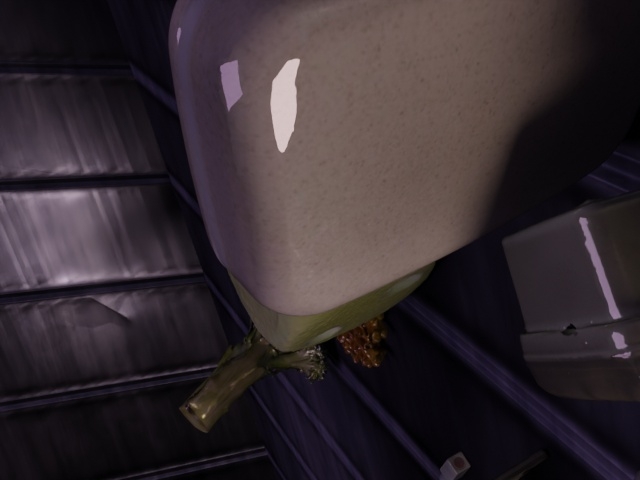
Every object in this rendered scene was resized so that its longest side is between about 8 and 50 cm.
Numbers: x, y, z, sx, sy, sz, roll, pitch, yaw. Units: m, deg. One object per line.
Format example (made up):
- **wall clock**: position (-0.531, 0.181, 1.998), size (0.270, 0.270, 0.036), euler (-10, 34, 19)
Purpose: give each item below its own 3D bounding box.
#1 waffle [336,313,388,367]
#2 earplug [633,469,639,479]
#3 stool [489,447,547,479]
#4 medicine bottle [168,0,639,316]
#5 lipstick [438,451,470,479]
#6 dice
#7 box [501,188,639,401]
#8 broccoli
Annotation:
- **waffle**: position (0.055, 0.127, 1.308), size (0.229, 0.051, 0.231), euler (68, 161, -3)
- **earplug**: position (0.352, 0.335, 0.588), size (0.214, 0.174, 0.326), euler (-143, 36, -66)
- **stool**: position (0.232, 0.456, 0.889), size (0.244, 0.269, 0.170), euler (58, 159, 26)
- **medicine bottle**: position (0.089, -0.109, 0.493), size (0.123, 0.375, 0.282), euler (45, 151, 38)
- **lipstick**: position (0.223, 0.403, 1.201), size (0.030, 0.030, 0.129), euler (56, 157, 28)
- **dice**: position (0.000, 0.000, 1.020), size (0.252, 0.249, 0.254), euler (61, 159, 14)
- **box**: position (0.245, 0.024, 0.491), size (0.148, 0.210, 0.129), euler (143, 110, -71)
- **broccoli**: position (-0.141, 0.285, 1.567), size (0.252, 0.362, 0.221), euler (36, 172, -38)
